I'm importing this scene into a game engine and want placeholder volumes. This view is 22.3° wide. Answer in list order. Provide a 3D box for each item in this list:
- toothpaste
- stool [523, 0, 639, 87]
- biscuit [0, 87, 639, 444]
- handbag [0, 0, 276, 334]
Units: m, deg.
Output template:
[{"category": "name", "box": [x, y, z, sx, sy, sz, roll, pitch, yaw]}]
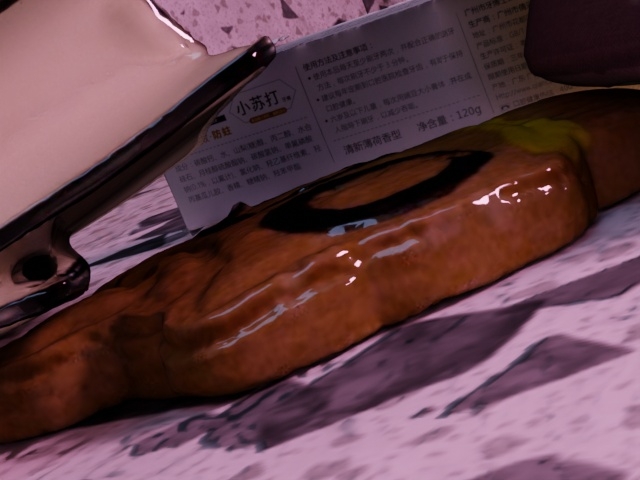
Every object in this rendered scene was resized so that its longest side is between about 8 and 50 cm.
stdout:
[{"category": "toothpaste", "box": [0.053, -0.087, 0.860, 0.313, 0.089, 0.071, -16, 17, 24]}, {"category": "stool", "box": [0.194, -0.161, 0.588, 0.272, 0.178, 0.272, -11, 8, 2]}, {"category": "biscuit", "box": [0.000, 0.000, 0.600, 0.290, 0.041, 0.208, -23, 8, -18]}, {"category": "handbag", "box": [-0.162, -0.030, 0.657, 0.236, 0.160, 0.358, -36, 4, -7]}]
